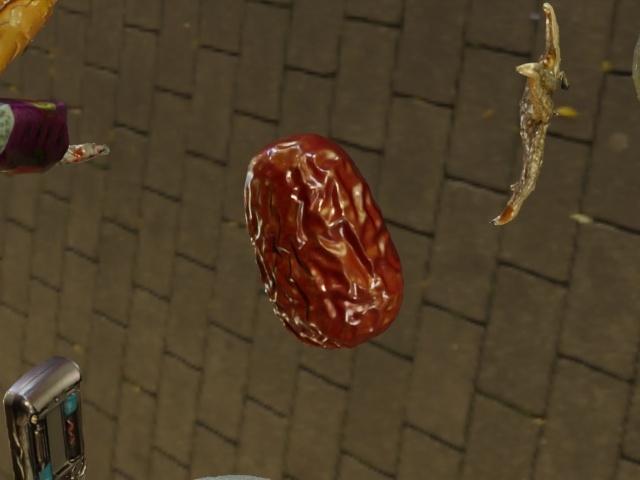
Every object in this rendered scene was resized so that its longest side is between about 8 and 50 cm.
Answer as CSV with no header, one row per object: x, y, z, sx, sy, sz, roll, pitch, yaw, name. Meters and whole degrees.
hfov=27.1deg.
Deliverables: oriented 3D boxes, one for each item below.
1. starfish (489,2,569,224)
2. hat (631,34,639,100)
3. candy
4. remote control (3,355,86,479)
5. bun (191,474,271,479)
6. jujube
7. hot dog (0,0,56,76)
0.215,-0.113,1.335,0.050,0.138,0.247,13,136,14,starfish
0.377,-0.163,1.264,0.257,0.130,0.257,38,143,36,hat
-0.165,-0.057,0.712,0.045,0.175,0.043,8,93,12,candy
-0.162,0.169,0.816,0.028,0.059,0.212,13,122,23,remote control
-0.040,0.352,0.975,0.211,0.362,0.362,-17,81,60,bun
0.000,0.000,1.067,0.112,0.109,0.176,-18,100,8,jujube
-0.293,-0.121,0.949,0.115,0.269,0.072,35,158,30,hot dog
